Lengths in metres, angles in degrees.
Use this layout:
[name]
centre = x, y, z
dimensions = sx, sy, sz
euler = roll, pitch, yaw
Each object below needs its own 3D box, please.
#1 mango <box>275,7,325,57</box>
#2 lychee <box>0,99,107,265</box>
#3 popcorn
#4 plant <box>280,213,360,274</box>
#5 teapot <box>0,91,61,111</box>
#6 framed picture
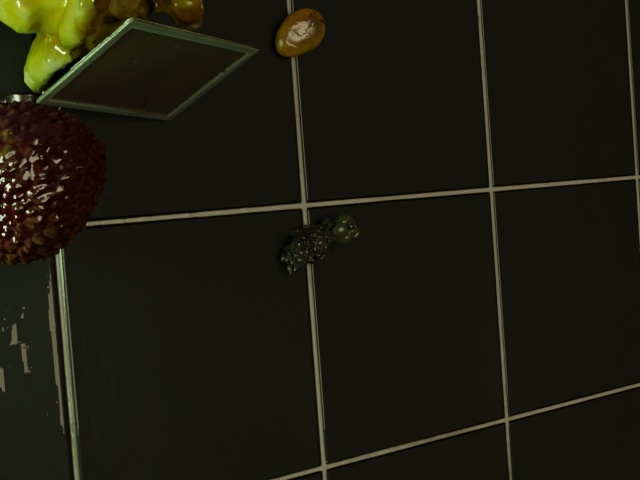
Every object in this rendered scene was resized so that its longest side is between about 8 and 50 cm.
[mango]
centre = -0.039, -0.383, 2.073
dimensions = 0.114, 0.057, 0.079
euler = -44, 119, -20
[lychee]
centre = -0.434, -0.096, 1.667
dimensions = 0.271, 0.271, 0.271
euler = 0, 89, -37
[popcorn]
centre = -0.361, -0.409, 1.710
dimensions = 0.290, 0.321, 0.326
euler = 67, 21, -9
[plant]
centre = 0.000, 0.000, 2.087
dimensions = 0.174, 0.087, 0.085
euler = -28, 136, -29
[teapot]
centre = -0.454, -0.207, 1.746
dimensions = 0.100, 0.068, 0.045
euler = 1, 94, -7
[framed picture]
centre = -0.267, -0.265, 1.759
dimensions = 0.296, 0.232, 0.019
euler = 1, 62, -55
